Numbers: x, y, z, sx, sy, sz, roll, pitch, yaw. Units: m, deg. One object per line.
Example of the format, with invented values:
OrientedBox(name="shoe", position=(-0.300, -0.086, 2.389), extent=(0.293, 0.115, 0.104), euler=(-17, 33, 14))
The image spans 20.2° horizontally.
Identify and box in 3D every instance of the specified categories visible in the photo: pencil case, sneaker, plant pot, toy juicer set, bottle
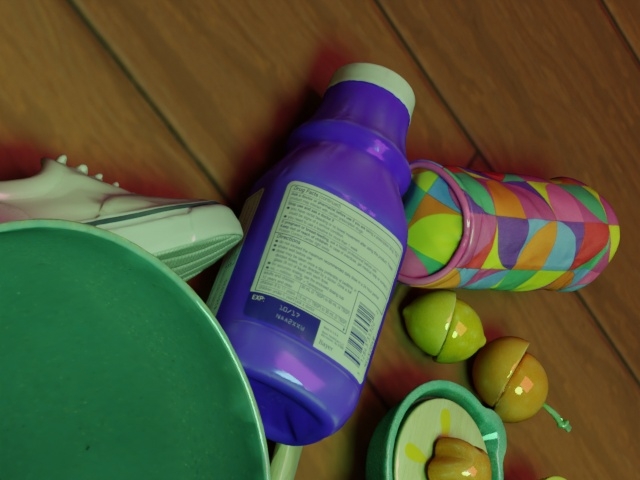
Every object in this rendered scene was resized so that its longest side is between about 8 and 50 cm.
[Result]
OrientedBox(name="pencil case", position=(0.137, -0.008, 1.401), extent=(0.236, 0.104, 0.104), euler=(5, 79, -54))
OrientedBox(name="sneaker", position=(-0.145, -0.011, 1.116), extent=(0.258, 0.094, 0.091), euler=(-6, 63, -58))
OrientedBox(name="plant pot", position=(-0.195, 0.145, 0.949), extent=(0.290, 0.195, 0.290), euler=(10, 76, -45))
OrientedBox(name="toy juicer set", position=(0.084, 0.134, 1.331), extent=(0.329, 0.089, 0.209), euler=(10, 75, -45))
OrientedBox(name="bottle", position=(0.000, 0.000, 1.258), extent=(0.118, 0.092, 0.283), euler=(32, 55, -19))
